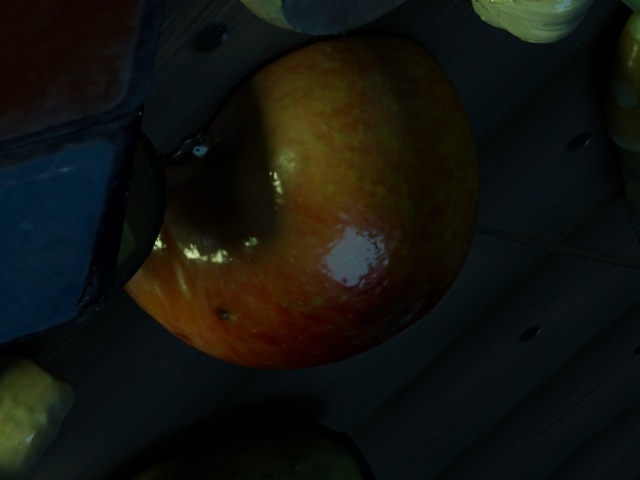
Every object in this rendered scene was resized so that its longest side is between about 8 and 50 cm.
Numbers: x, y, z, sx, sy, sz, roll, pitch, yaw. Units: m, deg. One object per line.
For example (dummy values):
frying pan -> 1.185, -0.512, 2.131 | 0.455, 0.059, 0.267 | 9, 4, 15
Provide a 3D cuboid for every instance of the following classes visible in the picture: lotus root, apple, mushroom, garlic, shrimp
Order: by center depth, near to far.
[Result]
garlic -> 0.161, -0.182, 1.372 | 0.094, 0.074, 0.113 | -31, 170, -23
apple -> 0.000, 0.000, 1.419 | 0.293, 0.163, 0.251 | -46, 151, 24
mushroom -> -0.259, 0.206, 1.470 | 0.209, 0.206, 0.206 | -31, 154, -14
shrimp -> 0.357, -0.131, 1.666 | 0.272, 0.085, 0.445 | -30, 149, -14
lotus root -> -0.095, 0.270, 1.797 | 0.309, 0.173, 0.173 | -16, 150, -14

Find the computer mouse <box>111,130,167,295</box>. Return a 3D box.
computer mouse -> -0.228, 0.002, 1.227 | 0.264, 0.147, 0.088 | -19, 173, -26

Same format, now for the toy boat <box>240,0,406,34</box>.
toy boat -> 0.032, -0.221, 1.189 | 0.227, 0.085, 0.155 | -36, 152, -16

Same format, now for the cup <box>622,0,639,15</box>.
cup -> 0.346, -0.263, 1.248 | 0.310, 0.401, 0.392 | -8, 164, 35

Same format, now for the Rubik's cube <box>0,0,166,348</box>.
Rubik's cube -> -0.267, -0.124, 0.770 | 0.313, 0.316, 0.318 | -18, 151, -26
